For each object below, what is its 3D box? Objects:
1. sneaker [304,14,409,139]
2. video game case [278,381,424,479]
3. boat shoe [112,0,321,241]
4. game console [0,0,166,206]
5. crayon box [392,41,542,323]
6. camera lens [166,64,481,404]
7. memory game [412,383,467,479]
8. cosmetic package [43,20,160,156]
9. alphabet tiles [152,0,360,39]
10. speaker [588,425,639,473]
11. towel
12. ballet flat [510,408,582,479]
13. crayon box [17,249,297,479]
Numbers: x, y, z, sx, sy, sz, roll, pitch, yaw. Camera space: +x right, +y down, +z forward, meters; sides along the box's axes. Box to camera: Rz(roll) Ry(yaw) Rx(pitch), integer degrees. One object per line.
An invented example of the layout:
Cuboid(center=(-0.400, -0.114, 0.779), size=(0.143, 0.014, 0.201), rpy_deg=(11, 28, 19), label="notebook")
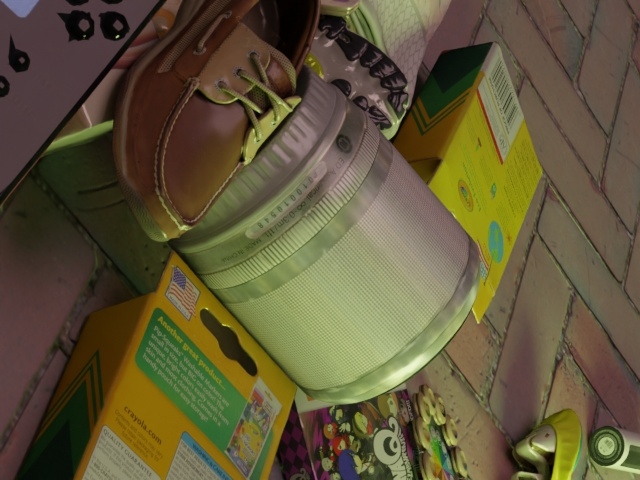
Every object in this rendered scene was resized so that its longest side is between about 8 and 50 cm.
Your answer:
Cuboid(center=(-0.032, -0.196, 1.703), size=(0.107, 0.110, 0.275), rpy_deg=(-41, 89, -26), label="sneaker")
Cuboid(center=(0.043, 0.247, 1.718), size=(0.210, 0.041, 0.232), rpy_deg=(-4, 77, -55), label="video game case")
Cuboid(center=(-0.081, -0.133, 1.425), size=(0.123, 0.116, 0.324), rpy_deg=(55, 36, -36), label="boat shoe")
Cuboid(center=(-0.315, -0.245, 1.273), size=(0.386, 0.060, 0.342), rpy_deg=(43, 61, -18), label="game console")
Cuboid(center=(0.168, -0.071, 1.995), size=(0.202, 0.081, 0.318), rpy_deg=(67, 31, -28), label="crayon box")
Cuboid(center=(0.000, 0.000, 1.564), size=(0.274, 0.219, 0.219), rpy_deg=(48, 39, -23), label="camera lens")
Cuboid(center=(0.137, 0.246, 1.835), size=(0.186, 0.012, 0.186), rpy_deg=(-17, 90, -75), label="memory game")
Cuboid(center=(-0.254, -0.226, 1.444), size=(0.153, 0.129, 0.296), rpy_deg=(-28, 98, -58), label="cosmetic package")
Cuboid(center=(-0.098, -0.301, 1.654), size=(0.284, 0.021, 0.278), rpy_deg=(7, 63, -14), label="alphabet tiles")
Cuboid(center=(0.412, 0.281, 2.230), size=(0.136, 0.055, 0.055), rpy_deg=(20, 58, -51), label="speaker")
Cuboid(center=(0.099, -0.351, 1.902), size=(0.317, 0.053, 0.332), rpy_deg=(-67, 155, -19), label="towel")
Cuboid(center=(0.262, 0.282, 2.000), size=(0.077, 0.077, 0.231), rpy_deg=(34, 48, -20), label="ballet flat")
Cuboid(center=(-0.143, 0.195, 1.436), size=(0.203, 0.083, 0.323), rpy_deg=(50, 39, -29), label="crayon box")
